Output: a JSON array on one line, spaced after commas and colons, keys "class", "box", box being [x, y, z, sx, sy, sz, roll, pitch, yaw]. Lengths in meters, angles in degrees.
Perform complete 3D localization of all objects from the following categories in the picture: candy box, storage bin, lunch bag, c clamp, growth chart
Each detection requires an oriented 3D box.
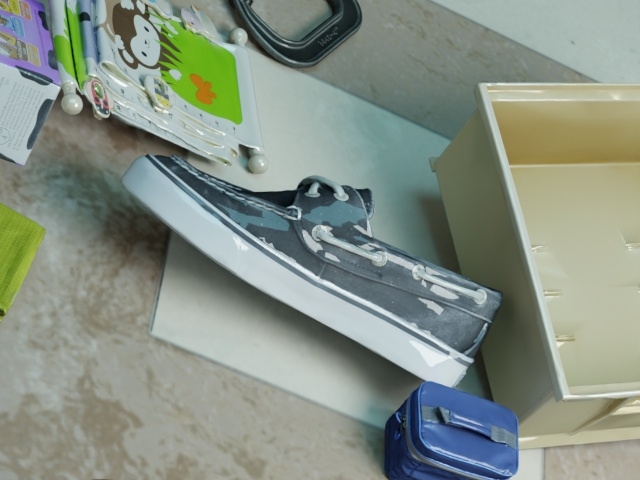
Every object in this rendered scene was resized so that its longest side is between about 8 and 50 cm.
[{"class": "candy box", "box": [-0.290, -0.144, 1.357, 0.196, 0.070, 0.165, 20, 21, -20]}, {"class": "storage bin", "box": [0.246, 0.018, 1.541, 0.260, 0.123, 0.262, -2, 64, -23]}, {"class": "lunch bag", "box": [0.095, 0.147, 1.427, 0.098, 0.065, 0.067, 19, 46, -21]}, {"class": "c clamp", "box": [-0.030, -0.215, 1.679, 0.137, 0.022, 0.161, 42, 41, -4]}, {"class": "growth chart", "box": [-0.126, -0.139, 1.503, 0.237, 0.021, 0.172, 18, 47, -47]}]

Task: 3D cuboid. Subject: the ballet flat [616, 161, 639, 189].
[{"class": "ballet flat", "box": [0.309, 0.029, 1.686, 0.250, 0.058, 0.084, 50, 8, 4]}]

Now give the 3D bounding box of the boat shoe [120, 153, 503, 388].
[{"class": "boat shoe", "box": [0.000, 0.000, 1.428, 0.301, 0.102, 0.108, 30, 3, -13]}]

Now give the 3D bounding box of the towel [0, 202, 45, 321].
[{"class": "towel", "box": [-0.306, -0.034, 1.333, 0.237, 0.021, 0.102, 29, 44, -11]}]

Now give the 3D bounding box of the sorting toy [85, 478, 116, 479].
[{"class": "sorting toy", "box": [-0.029, 0.273, 1.235, 0.365, 0.127, 0.126, 41, 13, -2]}]
